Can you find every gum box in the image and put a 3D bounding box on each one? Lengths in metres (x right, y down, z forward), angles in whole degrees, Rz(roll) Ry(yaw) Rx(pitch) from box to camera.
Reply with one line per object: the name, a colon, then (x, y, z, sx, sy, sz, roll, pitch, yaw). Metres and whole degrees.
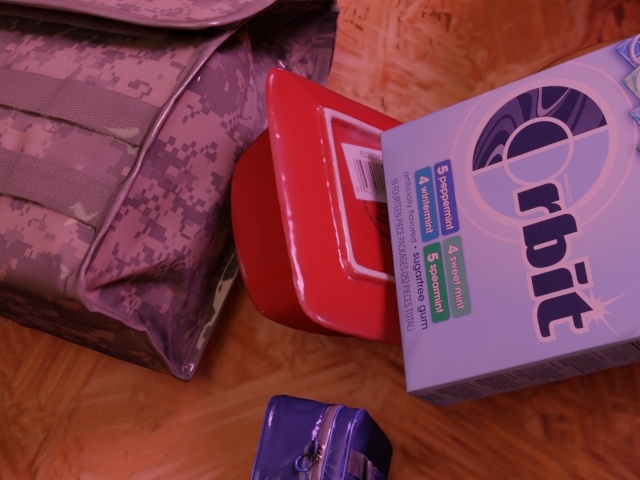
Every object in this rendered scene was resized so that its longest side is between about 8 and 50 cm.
gum box: (0.124, -0.011, 0.534, 0.184, 0.041, 0.157, -18, 62, 28)

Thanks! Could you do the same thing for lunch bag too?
lunch bag: (0.005, 0.130, 0.597, 0.065, 0.098, 0.067, 5, 68, 19)
lunch bag: (-0.145, -0.085, 0.695, 0.235, 0.169, 0.287, 15, 69, 28)

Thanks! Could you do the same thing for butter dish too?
butter dish: (0.000, 0.000, 0.635, 0.118, 0.160, 0.160, -25, 63, 36)

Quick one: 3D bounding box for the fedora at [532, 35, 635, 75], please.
fedora: (0.181, -0.022, 0.596, 0.194, 0.079, 0.194, -8, 68, 19)
